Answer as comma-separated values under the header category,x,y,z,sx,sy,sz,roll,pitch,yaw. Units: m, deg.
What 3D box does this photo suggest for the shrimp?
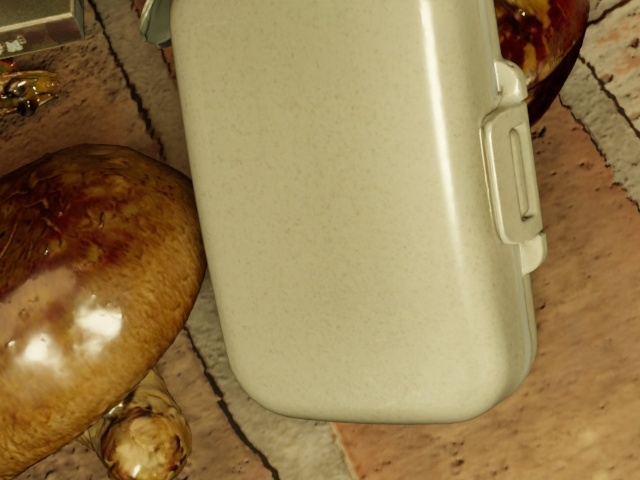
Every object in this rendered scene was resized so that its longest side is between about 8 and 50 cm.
category,x,y,z,sx,sy,sz,roll,pitch,yaw
shrimp,-0.371,-0.158,1.846,0.267,0.061,0.145,-3,52,32

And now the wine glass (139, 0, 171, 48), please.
category,x,y,z,sx,sy,sz,roll,pitch,yaw
wine glass,-0.212,-0.293,1.734,0.232,0.156,0.156,37,84,15

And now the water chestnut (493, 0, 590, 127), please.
category,x,y,z,sx,sy,sz,roll,pitch,yaw
water chestnut,0.109,-0.187,1.468,0.224,0.238,0.223,-1,53,1

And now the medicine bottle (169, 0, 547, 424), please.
category,x,y,z,sx,sy,sz,roll,pitch,yaw
medicine bottle,0.024,-0.046,1.371,0.282,0.123,0.375,-2,104,30

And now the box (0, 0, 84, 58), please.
category,x,y,z,sx,sy,sz,roll,pitch,yaw
box,-0.335,-0.315,1.882,0.180,0.047,0.325,-12,51,6

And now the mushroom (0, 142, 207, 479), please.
category,x,y,z,sx,sy,sz,roll,pitch,yaw
mushroom,-0.241,0.059,1.538,0.345,0.239,0.345,-9,34,6
